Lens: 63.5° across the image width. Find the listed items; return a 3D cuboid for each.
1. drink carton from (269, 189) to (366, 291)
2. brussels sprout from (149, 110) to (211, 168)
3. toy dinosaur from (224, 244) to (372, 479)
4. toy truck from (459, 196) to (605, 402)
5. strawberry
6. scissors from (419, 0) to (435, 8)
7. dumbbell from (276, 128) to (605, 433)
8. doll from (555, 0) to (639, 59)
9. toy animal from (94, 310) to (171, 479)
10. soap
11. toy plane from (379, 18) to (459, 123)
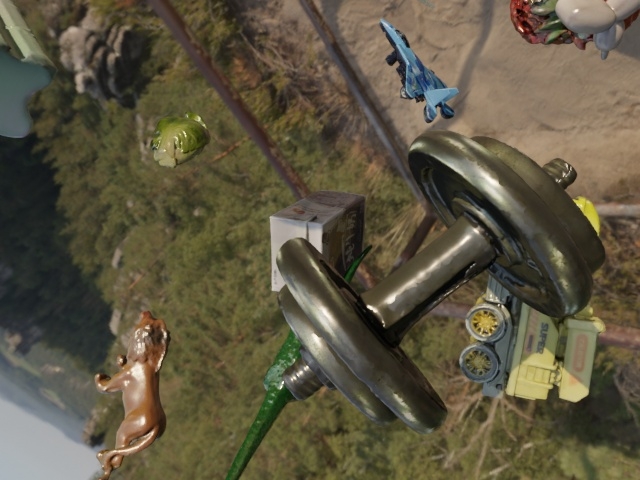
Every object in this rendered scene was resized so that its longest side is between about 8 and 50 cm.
[{"bbox_3d":[0.000,-0.001,0.917,0.102,0.222,0.134,11,111,21],"label":"drink carton"},{"bbox_3d":[-0.339,-0.243,1.245,0.139,0.181,0.100,-3,118,10],"label":"brussels sprout"},{"bbox_3d":[-0.044,0.188,0.775,0.087,0.447,0.301,25,178,13],"label":"toy dinosaur"},{"bbox_3d":[0.274,0.068,0.652,0.157,0.124,0.272,10,97,22],"label":"toy truck"},{"bbox_3d":[0.632,-0.633,1.251,0.312,0.351,0.267,12,145,48],"label":"strawberry"},{"bbox_3d":[0.217,-0.653,1.338,0.189,0.015,0.100,28,127,-8],"label":"scissors"},{"bbox_3d":[0.086,0.031,0.424,0.192,0.290,0.192,50,-179,-2],"label":"dumbbell"},{"bbox_3d":[0.389,-0.292,0.614,0.160,0.059,0.161,19,134,-29],"label":"doll"},{"bbox_3d":[-0.348,0.288,0.990,0.157,0.312,0.097,-28,146,23],"label":"toy animal"},{"bbox_3d":[-0.506,-0.286,0.672,0.208,0.115,0.347,14,-153,-50],"label":"soap"},{"bbox_3d":[0.186,-0.352,1.068,0.246,0.169,0.078,52,133,11],"label":"toy plane"}]
